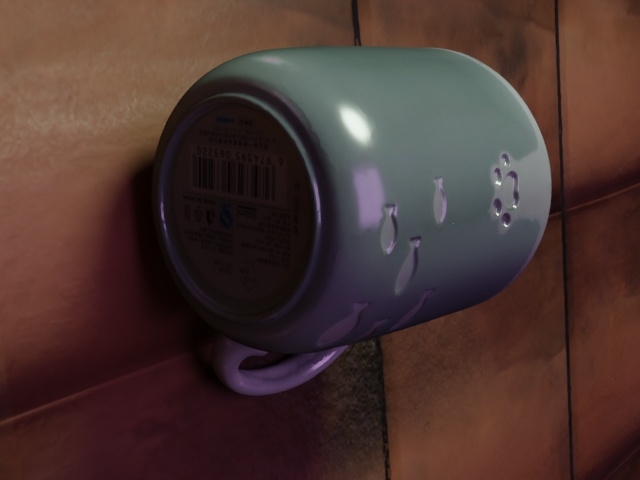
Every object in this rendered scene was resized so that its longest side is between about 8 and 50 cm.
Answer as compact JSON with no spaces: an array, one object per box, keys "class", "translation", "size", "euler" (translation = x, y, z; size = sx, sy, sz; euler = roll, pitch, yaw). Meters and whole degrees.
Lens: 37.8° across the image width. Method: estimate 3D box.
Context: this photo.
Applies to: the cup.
[{"class":"cup","translation":[0.000,0.000,0.829],"size":[0.274,0.259,0.357],"euler":[-10,132,-49]}]
